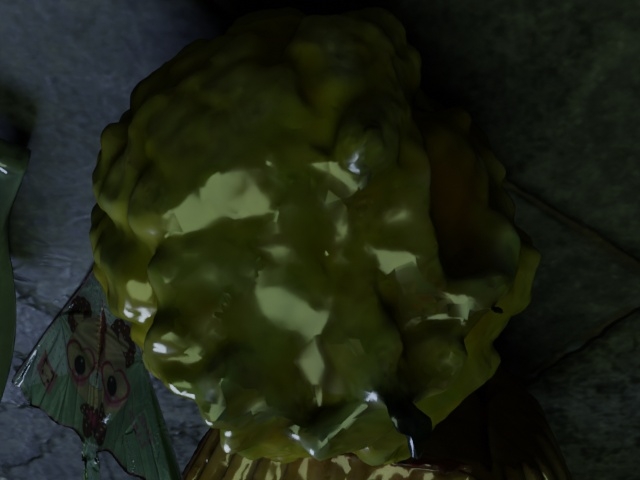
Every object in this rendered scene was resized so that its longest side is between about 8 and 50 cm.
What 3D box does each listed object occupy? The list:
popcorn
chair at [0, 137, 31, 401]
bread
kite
[{"bbox_3d":[-0.003,0.005,0.720,0.249,0.225,0.249,-5,116,-9],"label":"popcorn"},{"bbox_3d":[-0.278,0.019,0.770,0.274,0.203,0.190,29,143,-17],"label":"chair"},{"bbox_3d":[0.044,0.150,0.886,0.274,0.274,0.149,9,108,-9],"label":"bread"},{"bbox_3d":[-0.150,0.132,0.914,0.012,0.229,0.250,-3,103,-38],"label":"kite"}]
